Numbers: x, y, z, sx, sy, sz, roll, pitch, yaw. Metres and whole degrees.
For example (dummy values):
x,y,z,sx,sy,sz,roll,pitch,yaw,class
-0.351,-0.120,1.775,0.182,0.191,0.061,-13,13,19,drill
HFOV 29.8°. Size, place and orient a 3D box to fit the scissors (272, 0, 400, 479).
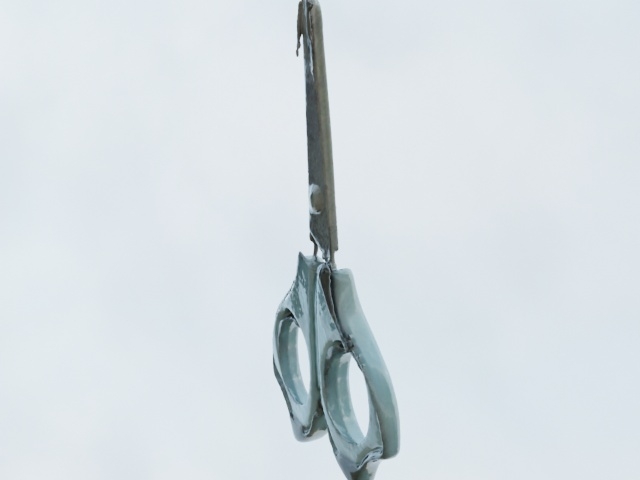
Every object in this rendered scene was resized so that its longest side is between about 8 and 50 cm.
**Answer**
x,y,z,sx,sy,sz,roll,pitch,yaw,class
-0.001,0.000,0.876,0.029,0.191,0.360,-12,-71,-23,scissors
